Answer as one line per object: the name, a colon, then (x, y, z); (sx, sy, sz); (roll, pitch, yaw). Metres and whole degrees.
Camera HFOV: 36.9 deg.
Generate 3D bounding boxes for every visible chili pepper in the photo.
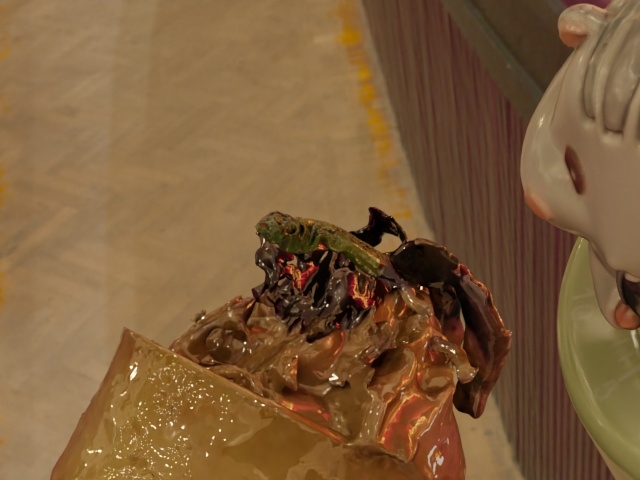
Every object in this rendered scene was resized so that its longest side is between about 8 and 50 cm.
chili pepper: (0.000, 0.000, 0.553); (0.083, 0.022, 0.027); (18, 66, -17)

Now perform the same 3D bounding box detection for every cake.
cake: (-0.016, 0.124, 0.806); (0.332, 0.332, 0.321); (20, 79, 35)

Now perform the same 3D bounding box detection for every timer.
timer: (0.210, 0.001, 0.443); (0.290, 0.315, 0.291); (-26, 45, 28)
